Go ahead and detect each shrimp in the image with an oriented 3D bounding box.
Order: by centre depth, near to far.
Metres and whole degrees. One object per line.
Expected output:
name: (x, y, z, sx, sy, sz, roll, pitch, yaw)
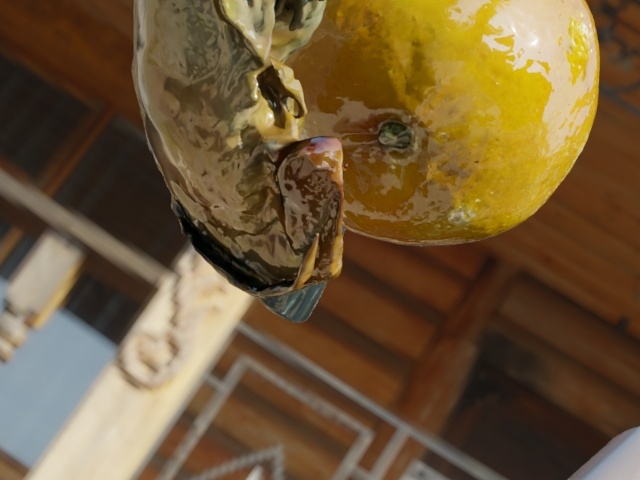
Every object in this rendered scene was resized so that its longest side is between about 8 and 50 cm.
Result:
shrimp: (-0.015, -0.091, 0.681, 0.117, 0.066, 0.262, 37, -36, 25)

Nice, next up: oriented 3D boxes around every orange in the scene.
orange: (0.043, -0.069, 0.855, 0.156, 0.124, 0.156, 4, -59, 6)

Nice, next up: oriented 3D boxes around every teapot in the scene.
teapot: (0.000, 0.000, 1.315, 0.042, 0.111, 0.043, 28, 19, -10)

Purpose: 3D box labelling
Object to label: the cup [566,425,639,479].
cup: (0.229, 0.286, 1.618, 0.253, 0.200, 0.191, -26, -88, 46)
